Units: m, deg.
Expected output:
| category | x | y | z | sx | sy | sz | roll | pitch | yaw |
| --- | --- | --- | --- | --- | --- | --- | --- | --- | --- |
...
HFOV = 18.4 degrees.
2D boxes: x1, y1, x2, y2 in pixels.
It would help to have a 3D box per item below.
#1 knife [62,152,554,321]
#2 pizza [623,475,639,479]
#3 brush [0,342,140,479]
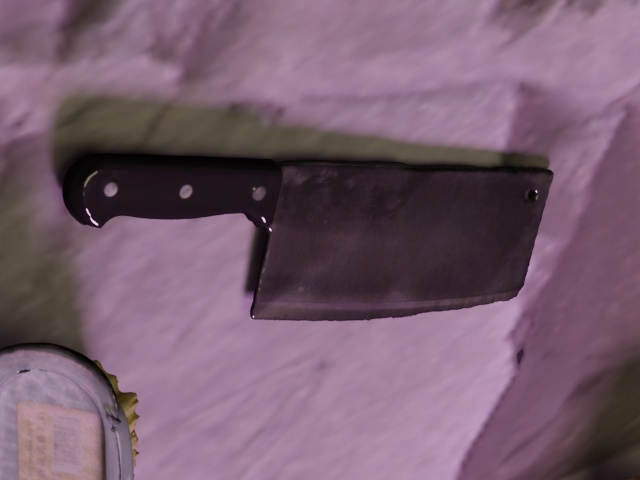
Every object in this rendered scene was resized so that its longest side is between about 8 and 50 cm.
| category | x | y | z | sx | sy | sz | roll | pitch | yaw |
| --- | --- | --- | --- | --- | --- | --- | --- | --- | --- |
| knife | 0.000 | 0.000 | 0.801 | 0.245 | 0.019 | 0.072 | 2 | 108 | -38 |
| pizza | 0.154 | 0.260 | 0.972 | 0.229 | 0.081 | 0.289 | -38 | 122 | -20 |
| brush | -0.106 | 0.169 | 0.773 | 0.060 | 0.068 | 0.297 | -44 | 145 | -66 |
